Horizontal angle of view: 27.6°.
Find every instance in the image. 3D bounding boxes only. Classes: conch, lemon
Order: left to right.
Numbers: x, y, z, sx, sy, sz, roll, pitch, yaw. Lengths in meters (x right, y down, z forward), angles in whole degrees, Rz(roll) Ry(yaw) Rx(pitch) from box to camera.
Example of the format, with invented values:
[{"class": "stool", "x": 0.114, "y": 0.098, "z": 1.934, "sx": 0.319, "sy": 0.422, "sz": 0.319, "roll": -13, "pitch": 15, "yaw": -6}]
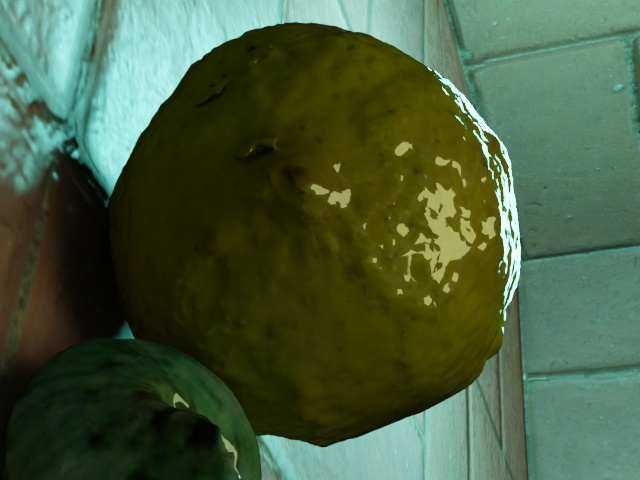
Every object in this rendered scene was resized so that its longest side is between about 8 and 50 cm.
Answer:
[{"class": "conch", "x": -0.088, "y": 0.130, "z": 0.669, "sx": 0.176, "sy": 0.122, "sz": 0.188, "roll": 50, "pitch": 0, "yaw": 9}, {"class": "lemon", "x": 0.000, "y": 0.000, "z": 0.847, "sx": 0.322, "sy": 0.268, "sz": 0.268, "roll": 41, "pitch": 43, "yaw": -69}]
